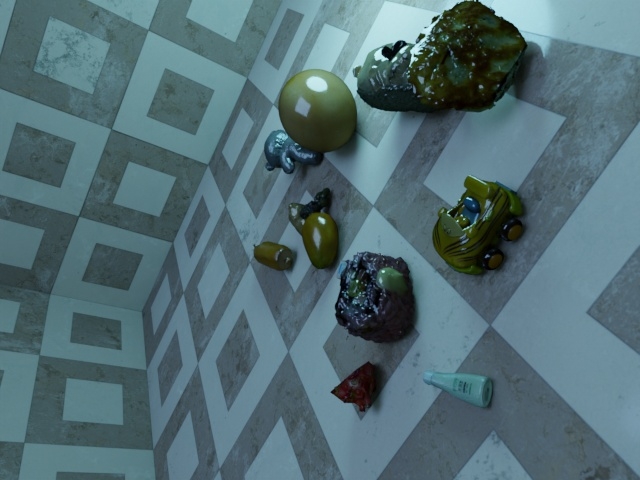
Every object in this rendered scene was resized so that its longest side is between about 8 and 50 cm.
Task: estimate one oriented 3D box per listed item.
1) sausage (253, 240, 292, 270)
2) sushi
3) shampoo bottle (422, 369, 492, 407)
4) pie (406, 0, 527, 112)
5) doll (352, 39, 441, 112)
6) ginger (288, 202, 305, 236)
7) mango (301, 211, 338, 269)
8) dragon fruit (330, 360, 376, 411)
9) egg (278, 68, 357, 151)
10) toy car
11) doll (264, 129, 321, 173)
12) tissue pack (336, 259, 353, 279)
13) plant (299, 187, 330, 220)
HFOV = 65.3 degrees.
[{"bbox_3d":[-0.222,0.060,2.202,0.328,0.112,0.112,13,86,60],"label":"sausage"},{"bbox_3d":[0.159,0.155,1.469,0.237,0.171,0.270,-36,41,45],"label":"sushi"},{"bbox_3d":[0.329,0.350,1.216,0.191,0.041,0.069,-3,77,58],"label":"shampoo bottle"},{"bbox_3d":[0.387,-0.493,1.362,0.289,0.103,0.354,27,78,21],"label":"pie"},{"bbox_3d":[0.263,-0.523,1.602,0.349,0.247,0.247,43,111,47],"label":"doll"},{"bbox_3d":[-0.067,-0.083,2.026,0.115,0.123,0.193,-50,37,-3],"label":"ginger"},{"bbox_3d":[0.003,-0.005,1.861,0.151,0.121,0.221,-46,46,41],"label":"mango"},{"bbox_3d":[0.118,0.438,1.464,0.110,0.153,0.153,54,127,15],"label":"dragon fruit"},{"bbox_3d":[-0.011,-0.506,1.965,0.301,0.301,0.373,-52,37,29],"label":"egg"},{"bbox_3d":[0.374,-0.041,1.250,0.247,0.143,0.200,-62,31,12],"label":"toy car"},{"bbox_3d":[-0.110,-0.398,2.259,0.341,0.158,0.245,7,73,30],"label":"doll"},{"bbox_3d":[0.104,0.107,1.691,0.094,0.059,0.074,2,74,58],"label":"tissue pack"},{"bbox_3d":[-0.016,-0.137,1.974,0.174,0.087,0.085,-51,9,-27],"label":"plant"}]
